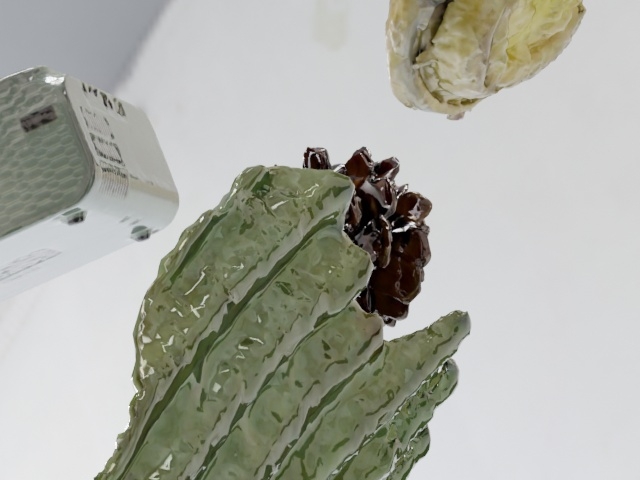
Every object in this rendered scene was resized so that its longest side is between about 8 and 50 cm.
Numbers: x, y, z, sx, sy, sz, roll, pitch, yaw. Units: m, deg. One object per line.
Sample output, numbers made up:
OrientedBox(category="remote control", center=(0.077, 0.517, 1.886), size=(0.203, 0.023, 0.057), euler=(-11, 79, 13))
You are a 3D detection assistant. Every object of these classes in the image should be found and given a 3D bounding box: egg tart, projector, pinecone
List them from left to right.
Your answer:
OrientedBox(category="projector", center=(-0.241, -0.014, 1.258), size=(0.250, 0.198, 0.108), euler=(-22, -99, 9))
OrientedBox(category="pinecone", center=(0.001, 0.001, 1.196), size=(0.140, 0.120, 0.140), euler=(-23, -118, 53))
OrientedBox(category="egg tart", center=(0.168, -0.219, 1.659), size=(0.095, 0.279, 0.279), euler=(39, -54, 28))

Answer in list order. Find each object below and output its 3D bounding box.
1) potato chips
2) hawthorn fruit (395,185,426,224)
OrientedBox(category="potato chips", center=(-0.015, 0.183, 0.965), size=(0.097, 0.373, 0.389), euler=(3, -117, 22))
OrientedBox(category="hawthorn fruit", center=(0.059, -0.017, 1.866), size=(0.093, 0.093, 0.093), euler=(11, -76, 53))
